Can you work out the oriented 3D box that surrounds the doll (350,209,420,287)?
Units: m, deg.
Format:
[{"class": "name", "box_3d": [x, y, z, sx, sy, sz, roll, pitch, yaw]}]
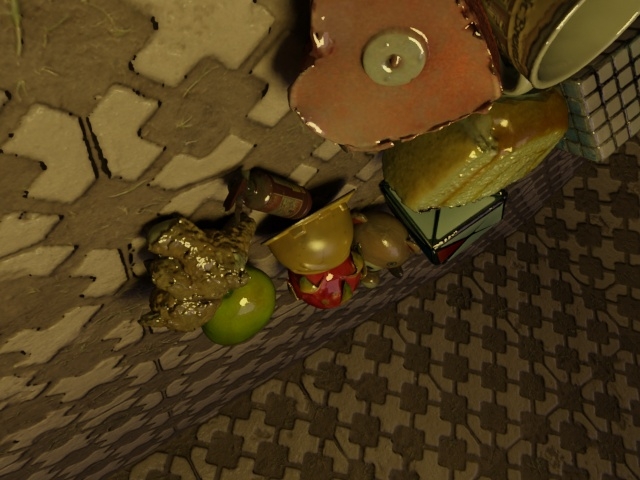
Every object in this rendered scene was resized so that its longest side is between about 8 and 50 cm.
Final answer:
[{"class": "doll", "box_3d": [0.161, 0.023, 1.518, 0.174, 0.235, 0.330, -60, 179, -21]}]

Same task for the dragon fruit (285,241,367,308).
[{"class": "dragon fruit", "box_3d": [0.008, 0.069, 1.338, 0.224, 0.224, 0.227, -32, 149, -12]}]

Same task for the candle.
[{"class": "candle", "box_3d": [0.111, -0.265, 0.688, 0.287, 0.131, 0.317, 11, 149, -1]}]

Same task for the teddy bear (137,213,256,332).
[{"class": "teddy bear", "box_3d": [-0.244, 0.076, 1.001, 0.256, 0.156, 0.267, -45, 160, 30]}]

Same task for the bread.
[{"class": "bread", "box_3d": [0.342, -0.247, 1.121, 0.395, 0.239, 0.264, -24, 155, -23]}]

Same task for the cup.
[{"class": "cup", "box_3d": [0.301, -0.363, 0.739, 0.227, 0.257, 0.301, -27, 158, -17]}]

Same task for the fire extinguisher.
[{"class": "fire extinguisher", "box_3d": [-0.098, -0.075, 0.961, 0.075, 0.106, 0.252, -22, 167, 22]}]

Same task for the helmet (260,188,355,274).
[{"class": "helmet", "box_3d": [0.000, 0.000, 1.168, 0.257, 0.140, 0.205, -29, -178, -28]}]

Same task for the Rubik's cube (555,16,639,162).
[{"class": "Rubik's cube", "box_3d": [0.630, -0.362, 1.196, 0.238, 0.237, 0.237, -37, 125, -3]}]

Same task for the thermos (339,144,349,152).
[{"class": "thermos", "box_3d": [0.115, -0.230, 0.940, 0.193, 0.137, 0.105, -28, 119, -3]}]

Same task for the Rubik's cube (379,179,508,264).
[{"class": "Rubik's cube", "box_3d": [0.342, -0.105, 1.417, 0.248, 0.246, 0.250, -38, 160, 4]}]

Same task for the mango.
[{"class": "mango", "box_3d": [-0.211, 0.176, 1.284, 0.192, 0.156, 0.343, -17, 158, -23]}]
